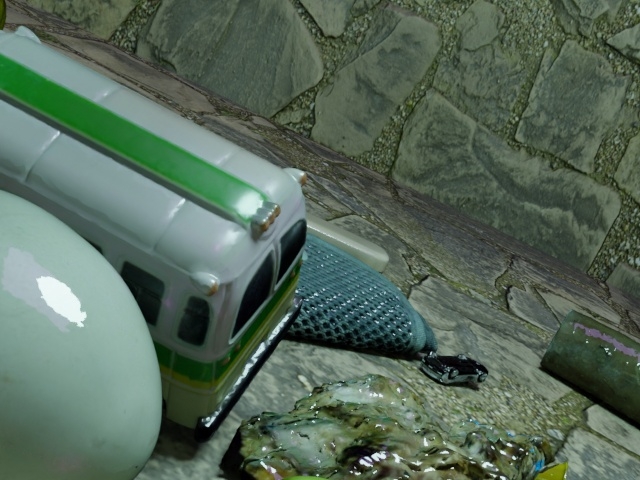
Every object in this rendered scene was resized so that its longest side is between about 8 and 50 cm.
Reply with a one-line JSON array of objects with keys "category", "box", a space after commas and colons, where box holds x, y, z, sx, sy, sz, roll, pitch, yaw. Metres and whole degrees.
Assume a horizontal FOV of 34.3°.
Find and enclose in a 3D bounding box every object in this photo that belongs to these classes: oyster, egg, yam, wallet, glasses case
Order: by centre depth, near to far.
[{"category": "egg", "box": [-0.170, 0.056, 0.529, 0.209, 0.151, 0.151, 32, 12, 25]}, {"category": "oyster", "box": [0.058, 0.162, 0.735, 0.259, 0.092, 0.198, 17, 10, -26]}, {"category": "wallet", "box": [-0.039, 0.034, 1.147, 0.342, 0.075, 0.237, 16, 18, -44]}, {"category": "yam", "box": [0.423, 0.191, 1.396, 0.259, 0.106, 0.106, 30, 12, 25]}, {"category": "glasses case", "box": [0.000, 0.000, 1.437, 0.196, 0.050, 0.083, 25, 13, -7]}]

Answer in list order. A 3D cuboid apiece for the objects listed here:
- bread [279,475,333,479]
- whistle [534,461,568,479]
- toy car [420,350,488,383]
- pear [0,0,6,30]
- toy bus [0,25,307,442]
[{"category": "bread", "box": [0.008, 0.184, 0.546, 0.139, 0.071, 0.130, 34, 11, 32]}, {"category": "whistle", "box": [0.166, 0.196, 0.934, 0.109, 0.046, 0.057, 23, 24, 13]}, {"category": "toy car", "box": [0.153, 0.146, 1.171, 0.093, 0.025, 0.041, 12, 19, -42]}, {"category": "pear", "box": [-0.453, -0.252, 0.838, 0.413, 0.352, 0.352, 38, 3, -33]}, {"category": "toy bus", "box": [-0.164, -0.020, 0.707, 0.305, 0.179, 0.143, 28, 49, 11]}]
